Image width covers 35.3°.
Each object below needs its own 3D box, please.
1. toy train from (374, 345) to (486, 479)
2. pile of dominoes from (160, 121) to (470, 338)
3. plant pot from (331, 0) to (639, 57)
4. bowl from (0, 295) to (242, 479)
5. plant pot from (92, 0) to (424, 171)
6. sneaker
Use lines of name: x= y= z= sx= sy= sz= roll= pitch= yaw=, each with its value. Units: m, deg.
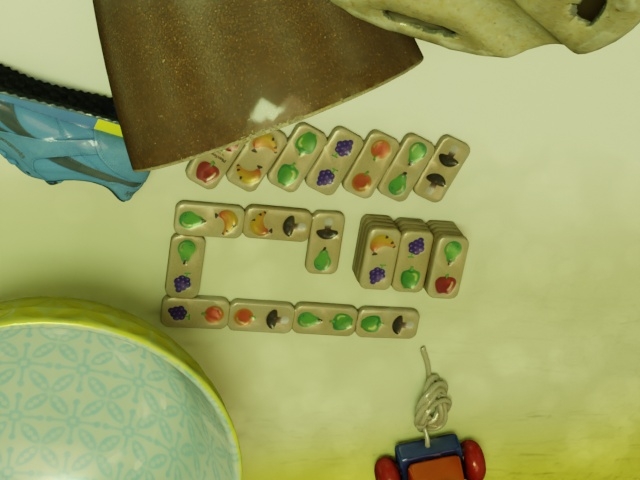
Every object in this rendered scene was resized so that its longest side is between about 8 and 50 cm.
toy train: x=0.115 y=0.238 z=0.922 sx=0.105 sy=0.143 sz=0.247 roll=-10 pitch=116 yaw=-7
pile of dominoes: x=0.000 y=0.000 z=0.850 sx=0.251 sy=0.040 sz=0.195 roll=4 pitch=113 yaw=-14
plant pot: x=0.106 y=-0.277 z=0.529 sx=0.334 sy=0.334 sz=0.305 roll=22 pitch=81 yaw=-20
bowl: x=-0.215 y=0.155 z=0.811 sx=0.290 sy=0.156 sz=0.289 roll=-4 pitch=114 yaw=-10
plant pot: x=-0.071 y=-0.192 z=0.674 sx=0.215 sy=0.215 sz=0.230 roll=-22 pitch=103 yaw=-1
sneaker: x=-0.227 y=-0.083 z=0.751 sx=0.209 sy=0.069 sz=0.082 roll=17 pitch=113 yaw=-18
